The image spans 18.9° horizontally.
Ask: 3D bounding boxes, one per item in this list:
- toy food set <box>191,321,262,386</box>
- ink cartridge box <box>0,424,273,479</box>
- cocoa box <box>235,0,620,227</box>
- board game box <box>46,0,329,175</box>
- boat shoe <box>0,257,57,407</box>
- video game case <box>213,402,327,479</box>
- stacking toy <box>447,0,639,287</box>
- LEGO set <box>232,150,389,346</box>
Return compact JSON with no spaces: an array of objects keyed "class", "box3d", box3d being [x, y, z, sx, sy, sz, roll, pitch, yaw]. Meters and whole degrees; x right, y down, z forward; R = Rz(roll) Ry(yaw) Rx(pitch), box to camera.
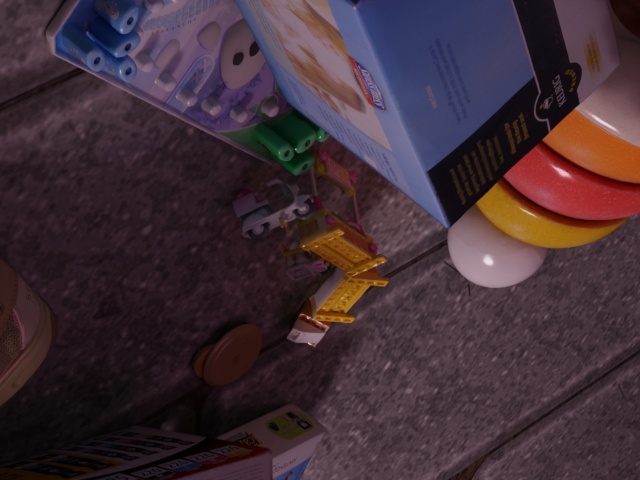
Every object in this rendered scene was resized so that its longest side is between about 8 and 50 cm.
[{"class":"toy food set","box3d":[-0.096,0.121,2.034,0.083,0.020,0.082,-47,149,-7]},{"class":"ink cartridge box","box3d":[-0.245,0.275,1.856,0.309,0.272,0.130,-10,101,-48]},{"class":"cocoa box","box3d":[0.072,-0.221,1.579,0.228,0.231,0.347,-44,149,-10]},{"class":"board game box","box3d":[-0.012,-0.263,1.704,0.390,0.050,0.390,-55,149,6]},{"class":"boat shoe","box3d":[-0.371,0.156,1.635,0.341,0.121,0.110,-53,146,-15]},{"class":"video game case","box3d":[-0.121,0.325,2.124,0.269,0.061,0.244,-62,162,18]},{"class":"stacking toy","box3d":[0.262,-0.114,2.059,0.350,0.350,0.480,-24,159,-36]},{"class":"LEGO set","box3d":[0.000,0.000,1.989,0.132,0.107,0.287,-13,151,5]}]
